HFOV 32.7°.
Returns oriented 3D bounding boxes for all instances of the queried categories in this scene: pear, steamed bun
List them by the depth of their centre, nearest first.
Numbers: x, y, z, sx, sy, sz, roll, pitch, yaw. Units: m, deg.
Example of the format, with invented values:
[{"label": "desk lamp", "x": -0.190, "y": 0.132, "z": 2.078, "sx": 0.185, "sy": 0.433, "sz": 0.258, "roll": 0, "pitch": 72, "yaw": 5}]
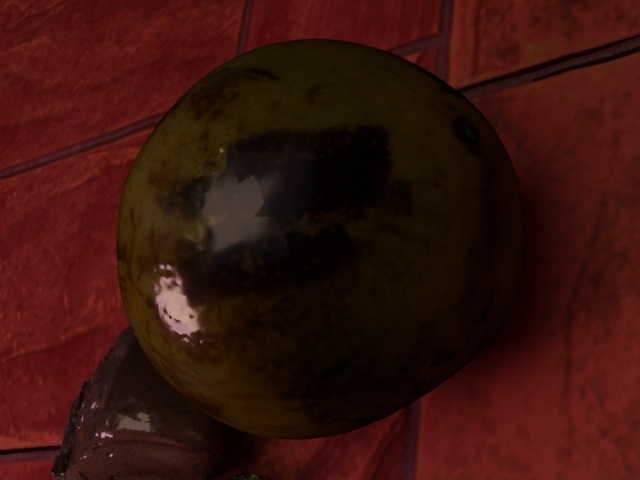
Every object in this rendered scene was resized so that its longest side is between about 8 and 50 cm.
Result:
[{"label": "pear", "x": 0.000, "y": 0.000, "z": 0.749, "sx": 0.283, "sy": 0.283, "sz": 0.283, "roll": -21, "pitch": 55, "yaw": 34}, {"label": "steamed bun", "x": -0.151, "y": 0.142, "z": 0.912, "sx": 0.175, "sy": 0.106, "sz": 0.145, "roll": -33, "pitch": 38, "yaw": 36}]

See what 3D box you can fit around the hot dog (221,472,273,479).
[{"label": "hot dog", "x": -0.089, "y": 0.229, "z": 0.866, "sx": 0.144, "sy": 0.038, "sz": 0.062, "roll": -32, "pitch": 50, "yaw": 27}]
